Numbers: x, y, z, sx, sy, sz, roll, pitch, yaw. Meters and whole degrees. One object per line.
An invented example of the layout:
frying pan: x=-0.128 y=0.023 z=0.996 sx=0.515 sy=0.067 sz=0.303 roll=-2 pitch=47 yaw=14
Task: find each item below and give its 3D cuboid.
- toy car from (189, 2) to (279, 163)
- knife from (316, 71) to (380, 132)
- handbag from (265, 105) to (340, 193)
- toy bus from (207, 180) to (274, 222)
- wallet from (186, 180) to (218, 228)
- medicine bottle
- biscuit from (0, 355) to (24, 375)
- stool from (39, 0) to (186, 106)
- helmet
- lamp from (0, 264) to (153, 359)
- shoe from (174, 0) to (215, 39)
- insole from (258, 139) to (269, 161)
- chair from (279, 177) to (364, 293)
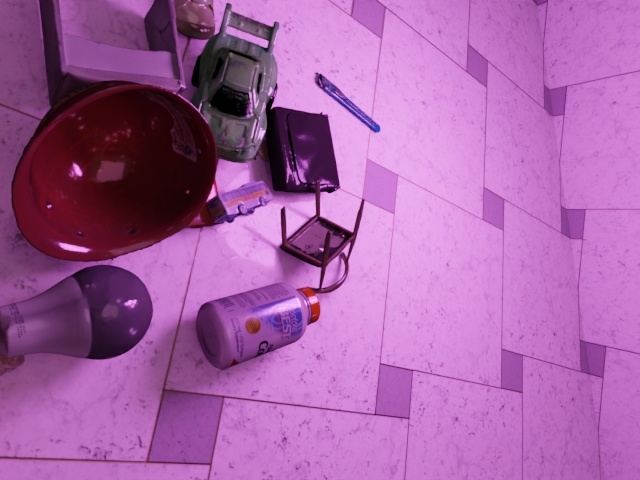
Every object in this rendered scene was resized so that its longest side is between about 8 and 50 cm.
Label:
toy car: x=-0.213 y=-0.377 z=1.127 sx=0.213 sy=0.176 sz=0.359 roll=16 pitch=64 yaw=-17
knife: x=0.097 y=-0.452 z=1.504 sx=0.296 sy=0.026 sz=0.044 roll=31 pitch=51 yaw=-28
handbag: x=-0.053 y=-0.253 z=1.304 sx=0.222 sy=0.080 sz=0.247 roll=-3 pitch=81 yaw=-42
toy bus: x=-0.201 y=-0.098 z=1.155 sx=0.190 sy=0.064 sz=0.075 roll=-34 pitch=96 yaw=-54
wallet: x=-0.318 y=-0.132 z=1.109 sx=0.142 sy=0.045 sz=0.205 roll=-9 pitch=87 yaw=-41
medicine bottle: x=-0.139 y=0.193 z=1.103 sx=0.288 sy=0.157 sz=0.157 roll=-12 pitch=88 yaw=-38
biscuit: x=-0.631 y=0.140 z=0.805 sx=0.108 sy=0.061 sz=0.239 roll=-28 pitch=98 yaw=-39
stool: x=-0.455 y=-0.430 z=0.990 sx=0.243 sy=0.170 sz=0.270 roll=-5 pitch=83 yaw=-38
helmet: x=-0.424 y=-0.164 z=0.913 sx=0.385 sy=0.230 sz=0.338 roll=-41 pitch=143 yaw=-9
lamp: x=-0.474 y=0.128 z=0.844 sx=0.313 sy=0.181 sz=0.182 roll=12 pitch=73 yaw=-38
shoe: x=-0.341 y=-0.656 z=1.168 sx=0.139 sy=0.128 sz=0.263 roll=-5 pitch=81 yaw=-24
insole: x=-0.074 y=-0.237 z=1.337 sx=0.247 sy=0.011 sz=0.081 roll=12 pitch=73 yaw=-35
chair: x=0.000 y=0.000 z=1.260 sx=0.188 sy=0.166 sz=0.272 roll=-43 pitch=149 yaw=-36
